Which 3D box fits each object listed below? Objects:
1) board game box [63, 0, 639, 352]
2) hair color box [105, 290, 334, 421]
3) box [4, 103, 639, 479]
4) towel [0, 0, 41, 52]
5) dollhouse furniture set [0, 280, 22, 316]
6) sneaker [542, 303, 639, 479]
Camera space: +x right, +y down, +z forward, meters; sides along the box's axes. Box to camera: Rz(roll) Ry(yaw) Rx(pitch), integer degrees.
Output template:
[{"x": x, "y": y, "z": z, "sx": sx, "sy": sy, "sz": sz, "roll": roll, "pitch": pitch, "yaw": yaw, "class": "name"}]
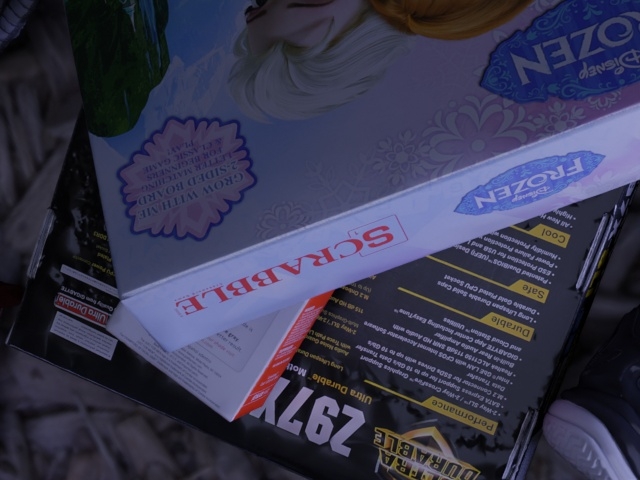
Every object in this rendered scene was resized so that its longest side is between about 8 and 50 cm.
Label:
[{"x": 0.026, "y": -0.141, "z": 0.766, "sx": 0.318, "sy": 0.066, "sz": 0.318, "roll": -21, "pitch": 58, "yaw": 7, "class": "board game box"}, {"x": -0.034, "y": 0.004, "z": 0.831, "sx": 0.093, "sy": 0.053, "sz": 0.167, "roll": 35, "pitch": 105, "yaw": 12, "class": "hair color box"}, {"x": 0.000, "y": 0.000, "z": 0.888, "sx": 0.322, "sy": 0.079, "sz": 0.257, "roll": 21, "pitch": 102, "yaw": 13, "class": "box"}, {"x": -0.260, "y": -0.211, "z": 0.839, "sx": 0.121, "sy": 0.283, "sz": 0.235, "roll": -20, "pitch": 91, "yaw": -25, "class": "towel"}, {"x": -0.396, "y": 0.101, "z": 0.961, "sx": 0.374, "sy": 0.152, "sz": 0.201, "roll": 7, "pitch": 90, "yaw": 16, "class": "dollhouse furniture set"}, {"x": 0.267, "y": 0.105, "z": 0.808, "sx": 0.268, "sy": 0.101, "sz": 0.153, "roll": 26, "pitch": 93, "yaw": 3, "class": "sneaker"}]
